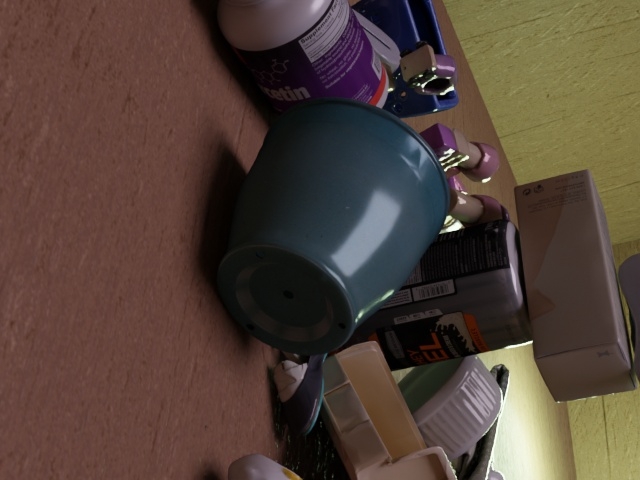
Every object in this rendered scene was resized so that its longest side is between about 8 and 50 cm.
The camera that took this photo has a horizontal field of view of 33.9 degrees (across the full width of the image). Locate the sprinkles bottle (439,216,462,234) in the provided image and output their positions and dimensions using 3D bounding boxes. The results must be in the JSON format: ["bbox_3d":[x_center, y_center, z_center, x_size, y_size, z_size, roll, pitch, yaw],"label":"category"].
[{"bbox_3d":[0.207,-0.116,2.186,0.355,0.121,0.121,37,42,-61],"label":"sprinkles bottle"}]

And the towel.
[{"bbox_3d":[0.242,0.414,1.794,0.324,0.056,0.312,-59,165,-58],"label":"towel"}]

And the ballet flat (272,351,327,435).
[{"bbox_3d":[-0.029,0.171,1.410,0.203,0.074,0.074,-74,145,-47],"label":"ballet flat"}]

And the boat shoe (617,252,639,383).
[{"bbox_3d":[0.485,0.142,1.494,0.088,0.096,0.267,55,20,-42],"label":"boat shoe"}]

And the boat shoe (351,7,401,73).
[{"bbox_3d":[-0.018,-0.349,1.714,0.335,0.119,0.121,35,31,-26],"label":"boat shoe"}]

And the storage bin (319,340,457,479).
[{"bbox_3d":[0.102,0.307,1.431,0.260,0.123,0.262,65,-3,-29],"label":"storage bin"}]

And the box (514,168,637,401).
[{"bbox_3d":[0.373,0.065,1.547,0.148,0.121,0.311,57,27,-45],"label":"box"}]

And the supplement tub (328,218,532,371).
[{"bbox_3d":[0.163,0.092,1.612,0.193,0.316,0.193,-14,90,-70],"label":"supplement tub"}]

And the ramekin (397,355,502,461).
[{"bbox_3d":[0.194,0.267,1.682,0.109,0.207,0.207,48,24,-6],"label":"ramekin"}]

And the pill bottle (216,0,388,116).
[{"bbox_3d":[-0.033,-0.300,1.552,0.323,0.182,0.181,53,29,-47],"label":"pill bottle"}]

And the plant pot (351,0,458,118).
[{"bbox_3d":[0.109,-0.326,1.925,0.236,0.212,0.236,-33,107,-71],"label":"plant pot"}]

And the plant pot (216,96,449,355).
[{"bbox_3d":[0.000,0.000,1.345,0.271,0.272,0.255,64,37,-31],"label":"plant pot"}]

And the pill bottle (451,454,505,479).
[{"bbox_3d":[0.309,0.502,2.036,0.112,0.112,0.186,29,50,-65],"label":"pill bottle"}]

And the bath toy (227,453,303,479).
[{"bbox_3d":[-0.014,0.373,1.216,0.129,0.151,0.348,-55,139,-18],"label":"bath toy"}]

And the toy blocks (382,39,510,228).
[{"bbox_3d":[0.168,-0.112,1.777,0.260,0.289,0.308,16,57,-50],"label":"toy blocks"}]
